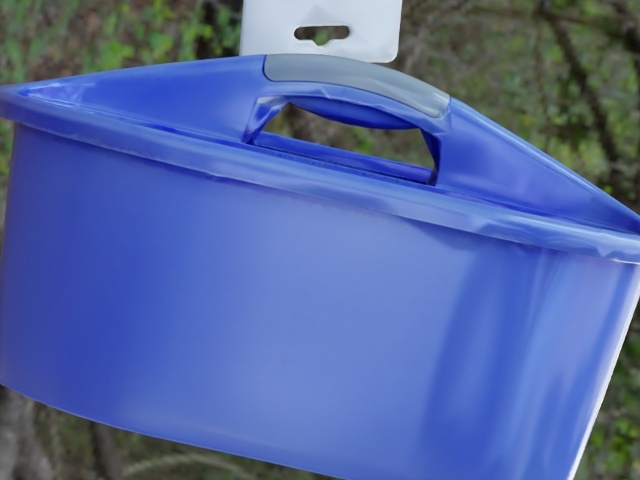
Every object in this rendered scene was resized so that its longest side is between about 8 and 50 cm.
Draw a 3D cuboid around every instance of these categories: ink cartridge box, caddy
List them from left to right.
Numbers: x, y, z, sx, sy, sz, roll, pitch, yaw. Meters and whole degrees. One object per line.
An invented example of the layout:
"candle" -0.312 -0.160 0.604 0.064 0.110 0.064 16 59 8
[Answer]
"ink cartridge box" -0.009 -0.209 0.970 0.067 0.115 0.198 29 -61 60
"caddy" 0.000 0.000 0.781 0.241 0.341 0.179 -91 -166 -83
